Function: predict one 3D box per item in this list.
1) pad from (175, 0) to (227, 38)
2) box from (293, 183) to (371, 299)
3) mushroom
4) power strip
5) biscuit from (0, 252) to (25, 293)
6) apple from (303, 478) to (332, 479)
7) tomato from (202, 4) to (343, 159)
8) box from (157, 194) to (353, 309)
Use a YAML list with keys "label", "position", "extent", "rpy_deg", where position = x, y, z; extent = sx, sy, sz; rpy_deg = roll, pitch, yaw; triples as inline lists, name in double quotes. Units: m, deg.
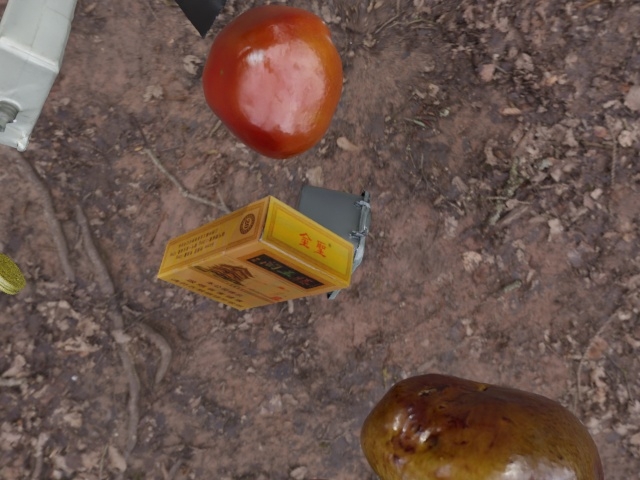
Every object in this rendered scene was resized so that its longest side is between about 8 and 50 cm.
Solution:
- label: "pad"
  position: [-0.175, -0.416, 0.643]
  extent: [0.170, 0.006, 0.245]
  rpy_deg: [-44, 76, 32]
- label: "box"
  position: [0.000, 0.000, 0.972]
  extent: [0.135, 0.163, 0.243]
  rpy_deg: [15, 151, -7]
- label: "mushroom"
  position: [0.237, 0.349, 0.755]
  extent: [0.345, 0.345, 0.260]
  rpy_deg: [9, 85, 0]
- label: "power strip"
  position: [-0.237, -0.232, 0.432]
  extent: [0.043, 0.367, 0.106]
  rpy_deg: [18, 140, -35]
- label: "biscuit"
  position: [-0.564, 0.058, 0.878]
  extent: [0.023, 0.084, 0.084]
  rpy_deg: [-36, 106, -5]
- label: "apple"
  position: [-0.017, 0.559, 0.851]
  extent: [0.305, 0.306, 0.235]
  rpy_deg: [19, 101, -4]
- label: "tomato"
  position: [-0.085, -0.264, 0.808]
  extent: [0.259, 0.180, 0.260]
  rpy_deg: [10, 104, 45]
- label: "box"
  position: [-0.107, 0.033, 0.770]
  extent: [0.274, 0.076, 0.174]
  rpy_deg: [-17, 145, 43]
